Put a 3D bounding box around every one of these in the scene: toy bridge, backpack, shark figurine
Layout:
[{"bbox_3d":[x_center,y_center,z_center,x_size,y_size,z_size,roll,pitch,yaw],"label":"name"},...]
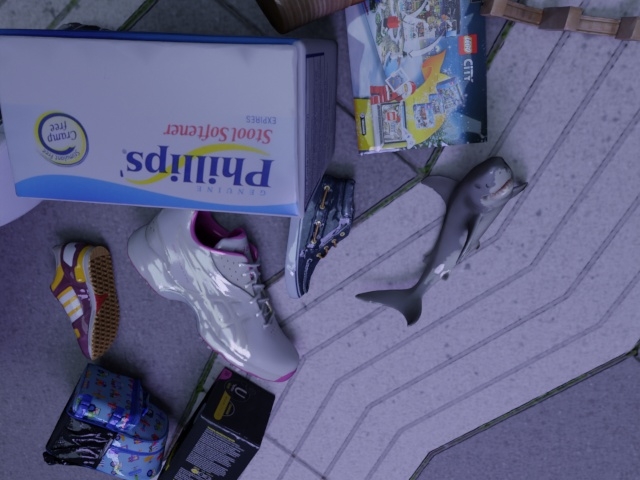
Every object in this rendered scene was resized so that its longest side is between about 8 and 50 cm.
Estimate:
[{"bbox_3d":[0.268,-0.250,0.583,0.188,0.063,0.026,5,111,-10],"label":"toy bridge"},{"bbox_3d":[-0.313,0.288,0.810,0.173,0.158,0.117,28,93,-16],"label":"backpack"},{"bbox_3d":[0.159,-0.021,0.682,0.116,0.166,0.278,42,130,18],"label":"shark figurine"}]

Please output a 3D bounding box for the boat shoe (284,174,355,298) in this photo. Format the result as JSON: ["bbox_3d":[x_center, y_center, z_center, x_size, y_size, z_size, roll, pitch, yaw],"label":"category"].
[{"bbox_3d":[0.000,0.000,0.708,0.083,0.065,0.184,8,110,6],"label":"boat shoe"}]

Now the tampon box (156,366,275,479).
[{"bbox_3d":[-0.161,0.309,0.812,0.101,0.120,0.161,31,110,-6],"label":"tampon box"}]

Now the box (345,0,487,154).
[{"bbox_3d":[0.114,-0.228,0.622,0.159,0.044,0.233,-4,109,8],"label":"box"}]

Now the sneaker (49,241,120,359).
[{"bbox_3d":[-0.364,0.091,0.794,0.083,0.069,0.186,8,105,14],"label":"sneaker"}]

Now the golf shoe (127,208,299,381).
[{"bbox_3d":[-0.124,0.070,0.728,0.140,0.115,0.306,-41,101,15],"label":"golf shoe"}]

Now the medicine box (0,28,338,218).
[{"bbox_3d":[-0.124,-0.141,0.553,0.263,0.289,0.149,4,110,6],"label":"medicine box"}]

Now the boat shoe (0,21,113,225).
[{"bbox_3d":[-0.339,-0.148,0.605,0.102,0.301,0.108,22,155,6],"label":"boat shoe"}]

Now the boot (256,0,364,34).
[{"bbox_3d":[-0.011,-0.371,0.496,0.220,0.109,0.284,-34,100,-8],"label":"boot"}]
